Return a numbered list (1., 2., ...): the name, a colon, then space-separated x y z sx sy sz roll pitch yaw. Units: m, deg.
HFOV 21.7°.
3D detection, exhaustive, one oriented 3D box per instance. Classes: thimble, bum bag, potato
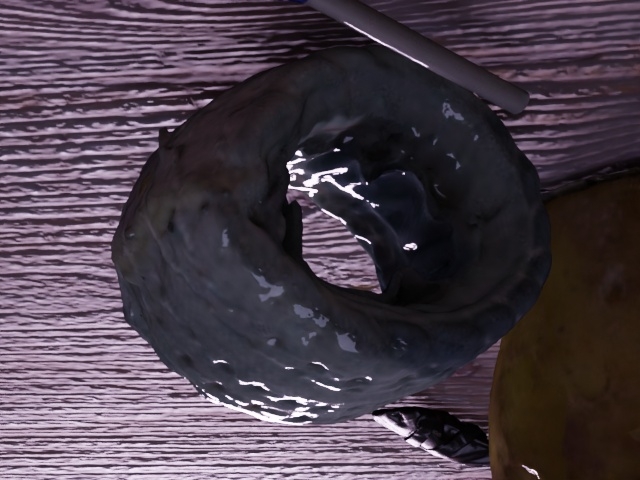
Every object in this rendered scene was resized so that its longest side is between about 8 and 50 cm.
1. thimble: 0.000 0.000 0.994 0.250 0.204 0.172 6 158 -32
2. bum bag: 0.104 0.165 1.399 0.124 0.034 0.058 23 158 -24
3. potato: 0.258 0.117 1.105 0.301 0.237 0.289 28 142 -32

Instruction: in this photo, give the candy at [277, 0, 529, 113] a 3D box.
1. candy: -0.023 -0.141 0.868 0.365 0.124 0.124 23 145 -32
